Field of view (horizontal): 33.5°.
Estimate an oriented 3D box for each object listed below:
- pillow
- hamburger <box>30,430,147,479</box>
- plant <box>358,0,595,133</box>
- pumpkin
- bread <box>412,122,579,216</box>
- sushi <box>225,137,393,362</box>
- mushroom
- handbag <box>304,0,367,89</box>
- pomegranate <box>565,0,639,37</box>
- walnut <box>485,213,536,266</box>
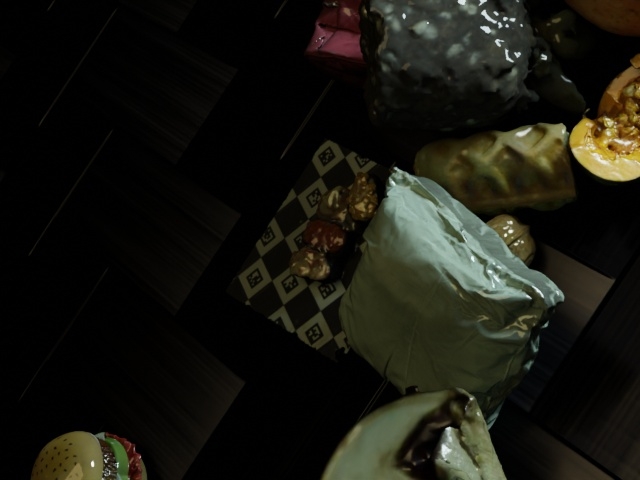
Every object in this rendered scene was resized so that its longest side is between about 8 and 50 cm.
[{"bbox_3d":[0.142,0.091,1.335,0.310,0.138,0.283,45,132,38],"label":"pillow"},{"bbox_3d":[-0.360,0.365,1.597,0.175,0.137,0.175,-17,60,32],"label":"hamburger"},{"bbox_3d":[0.207,-0.250,1.370,0.312,0.213,0.215,-1,82,1],"label":"plant"},{"bbox_3d":[0.388,-0.138,1.321,0.119,0.107,0.183,41,85,23],"label":"pumpkin"},{"bbox_3d":[0.226,-0.079,1.393,0.232,0.128,0.088,-3,39,35],"label":"bread"},{"bbox_3d":[0.000,0.000,1.568,0.264,0.050,0.290,30,89,40],"label":"sushi"},{"bbox_3d":[0.134,0.305,1.246,0.292,0.212,0.217,-43,23,54],"label":"mushroom"},{"bbox_3d":[0.094,-0.293,1.575,0.225,0.146,0.135,20,87,39],"label":"handbag"},{"bbox_3d":[0.421,-0.411,1.306,0.322,0.322,0.322,-15,62,29],"label":"pomegranate"},{"bbox_3d":[0.235,0.012,1.382,0.096,0.082,0.079,-40,83,14],"label":"walnut"}]
